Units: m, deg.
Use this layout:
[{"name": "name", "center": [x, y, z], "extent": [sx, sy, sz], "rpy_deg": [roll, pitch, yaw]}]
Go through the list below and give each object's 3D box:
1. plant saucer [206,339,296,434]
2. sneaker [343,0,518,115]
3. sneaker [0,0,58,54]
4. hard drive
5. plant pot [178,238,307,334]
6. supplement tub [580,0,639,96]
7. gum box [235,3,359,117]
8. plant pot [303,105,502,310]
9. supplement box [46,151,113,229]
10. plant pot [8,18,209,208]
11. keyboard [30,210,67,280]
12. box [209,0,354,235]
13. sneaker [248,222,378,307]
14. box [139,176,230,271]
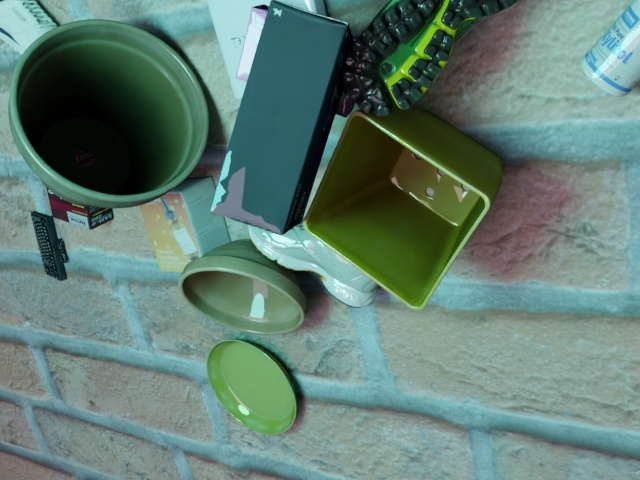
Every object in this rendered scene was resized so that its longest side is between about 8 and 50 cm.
[{"name": "plant saucer", "center": [-0.143, 0.311, 1.476], "extent": [0.241, 0.037, 0.240], "rpy_deg": [17, 123, 28]}, {"name": "sneaker", "center": [0.154, -0.314, 0.844], "extent": [0.134, 0.146, 0.343], "rpy_deg": [42, 110, -14]}, {"name": "sneaker", "center": [-0.578, -0.430, 1.353], "extent": [0.235, 0.090, 0.094], "rpy_deg": [29, 118, 18]}, {"name": "hard drive", "center": [-0.093, -0.386, 1.058], "extent": [0.203, 0.040, 0.307], "rpy_deg": [0, 114, 35]}, {"name": "plant pot", "center": [-0.132, 0.074, 1.263], "extent": [0.238, 0.109, 0.237], "rpy_deg": [11, 146, 7]}, {"name": "supplement tub", "center": [0.367, -0.229, 0.798], "extent": [0.071, 0.071, 0.107], "rpy_deg": [42, 131, 9]}, {"name": "gum box", "center": [-0.018, -0.263, 1.003], "extent": [0.189, 0.062, 0.107], "rpy_deg": [21, 116, 4]}, {"name": "plant pot", "center": [0.137, -0.071, 0.969], "extent": [0.212, 0.187, 0.212], "rpy_deg": [36, 131, 14]}, {"name": "supplement box", "center": [-0.536, -0.154, 1.476], "extent": [0.130, 0.073, 0.239], "rpy_deg": [16, 123, 27]}, {"name": "plant pot", "center": [-0.404, -0.188, 1.237], "extent": [0.323, 0.323, 0.280], "rpy_deg": [58, 147, -5]}, {"name": "keyboard", "center": [-0.675, 0.018, 1.702], "extent": [0.108, 0.023, 0.180], "rpy_deg": [15, 123, 28]}, {"name": "box", "center": [-0.042, -0.151, 0.882], "extent": [0.103, 0.184, 0.261], "rpy_deg": [18, 99, 6]}, {"name": "sneaker", "center": [0.000, 0.000, 1.179], "extent": [0.263, 0.099, 0.121], "rpy_deg": [29, 120, 10]}, {"name": "box", "center": [-0.265, -0.030, 1.340], "extent": [0.130, 0.091, 0.170], "rpy_deg": [1, 115, 35]}]
